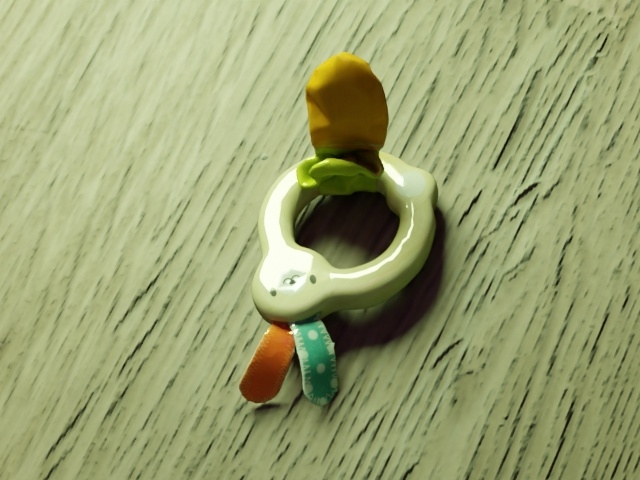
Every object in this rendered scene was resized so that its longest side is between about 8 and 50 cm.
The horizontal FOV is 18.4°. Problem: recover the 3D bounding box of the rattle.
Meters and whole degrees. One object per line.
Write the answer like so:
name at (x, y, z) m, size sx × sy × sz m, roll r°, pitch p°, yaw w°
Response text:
rattle at (0.000, 0.000, 1.330) m, size 0.130 × 0.143 × 0.199 m, roll 33°, pitch 66°, yaw 6°
